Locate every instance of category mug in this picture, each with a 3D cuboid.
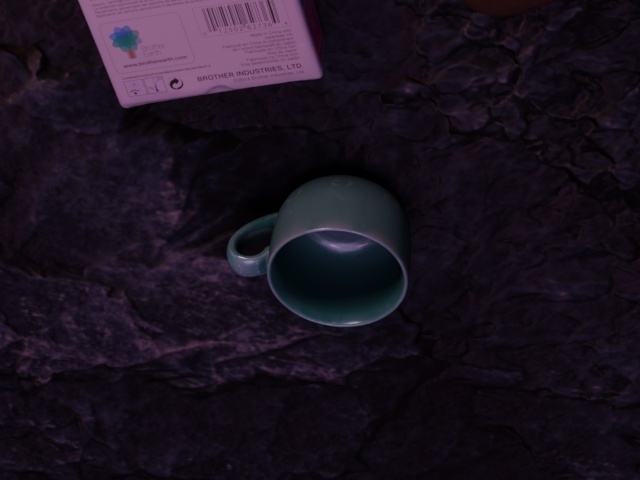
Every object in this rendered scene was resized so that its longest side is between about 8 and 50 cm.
[{"bbox_3d":[0.008,-0.003,1.668,0.158,0.097,0.129,27,131,-17],"label":"mug"}]

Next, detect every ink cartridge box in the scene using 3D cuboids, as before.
[{"bbox_3d":[-0.121,-0.253,1.469,0.186,0.065,0.311,-7,135,13],"label":"ink cartridge box"}]

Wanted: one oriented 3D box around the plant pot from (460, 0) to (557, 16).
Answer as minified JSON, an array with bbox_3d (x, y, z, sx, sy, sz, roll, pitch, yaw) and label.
[{"bbox_3d":[0.176,-0.273,1.339,0.215,0.215,0.230,23,147,-15],"label":"plant pot"}]
